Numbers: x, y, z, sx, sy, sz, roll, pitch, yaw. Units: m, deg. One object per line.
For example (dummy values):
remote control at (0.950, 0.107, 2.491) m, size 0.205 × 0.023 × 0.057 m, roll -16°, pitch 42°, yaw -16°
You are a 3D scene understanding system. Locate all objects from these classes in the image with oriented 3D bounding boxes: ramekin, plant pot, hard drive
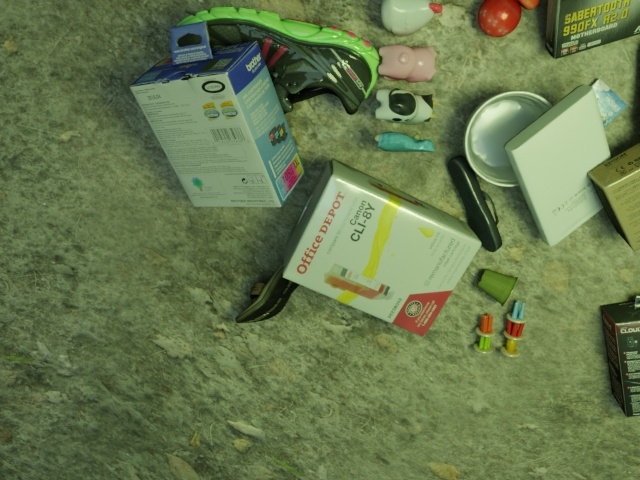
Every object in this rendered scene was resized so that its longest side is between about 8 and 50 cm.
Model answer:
ramekin at (0.419, -0.234, 1.165) m, size 0.206 × 0.109 × 0.207 m, roll 2°, pitch 109°, yaw 4°
plant pot at (0.439, 0.111, 1.303) m, size 0.079 × 0.083 × 0.083 m, roll 27°, pitch 111°, yaw 13°
hard drive at (0.529, -0.149, 1.119) m, size 0.203 × 0.040 × 0.308 m, roll -38°, pitch 126°, yaw 2°

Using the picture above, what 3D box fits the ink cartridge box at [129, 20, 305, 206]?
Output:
ink cartridge box at (-0.229, -0.269, 1.156) m, size 0.269 × 0.151 × 0.396 m, roll 2°, pitch 134°, yaw 27°

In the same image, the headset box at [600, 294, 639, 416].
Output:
headset box at (0.825, 0.263, 1.259) m, size 0.217 × 0.110 × 0.294 m, roll -12°, pitch 105°, yaw 14°

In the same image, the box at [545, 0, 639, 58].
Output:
box at (0.575, -0.484, 1.027) m, size 0.230 × 0.056 × 0.183 m, roll -15°, pitch 139°, yaw 7°

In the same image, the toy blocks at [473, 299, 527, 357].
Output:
toy blocks at (0.467, 0.221, 1.342) m, size 0.123 × 0.054 × 0.148 m, roll 6°, pitch 109°, yaw 8°

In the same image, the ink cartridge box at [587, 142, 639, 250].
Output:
ink cartridge box at (0.720, -0.119, 1.086) m, size 0.234 × 0.088 × 0.193 m, roll -32°, pitch 117°, yaw 17°

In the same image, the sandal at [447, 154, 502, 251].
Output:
sandal at (0.384, -0.088, 1.240) m, size 0.054 × 0.097 × 0.255 m, roll -27°, pitch 104°, yaw -10°

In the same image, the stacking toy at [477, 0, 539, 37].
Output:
stacking toy at (0.461, -0.557, 1.053) m, size 0.141 × 0.141 × 0.330 m, roll 40°, pitch 118°, yaw -4°

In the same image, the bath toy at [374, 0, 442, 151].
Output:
bath toy at (0.202, -0.374, 1.152) m, size 0.128 × 0.151 × 0.349 m, roll 5°, pitch 102°, yaw 23°

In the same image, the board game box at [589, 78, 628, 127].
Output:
board game box at (0.618, -0.297, 1.161) m, size 0.090 × 0.020 × 0.090 m, roll 40°, pitch 109°, yaw -4°

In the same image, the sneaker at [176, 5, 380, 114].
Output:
sneaker at (-0.113, -0.397, 1.172) m, size 0.481 × 0.185 × 0.203 m, roll 14°, pitch 102°, yaw 7°

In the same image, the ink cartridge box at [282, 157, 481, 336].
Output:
ink cartridge box at (0.133, 0.019, 1.240) m, size 0.384 × 0.160 × 0.279 m, roll 24°, pitch 109°, yaw -9°

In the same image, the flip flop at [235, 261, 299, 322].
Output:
flip flop at (-0.141, 0.135, 1.408) m, size 0.277 × 0.112 × 0.080 m, roll -52°, pitch 53°, yaw 31°
